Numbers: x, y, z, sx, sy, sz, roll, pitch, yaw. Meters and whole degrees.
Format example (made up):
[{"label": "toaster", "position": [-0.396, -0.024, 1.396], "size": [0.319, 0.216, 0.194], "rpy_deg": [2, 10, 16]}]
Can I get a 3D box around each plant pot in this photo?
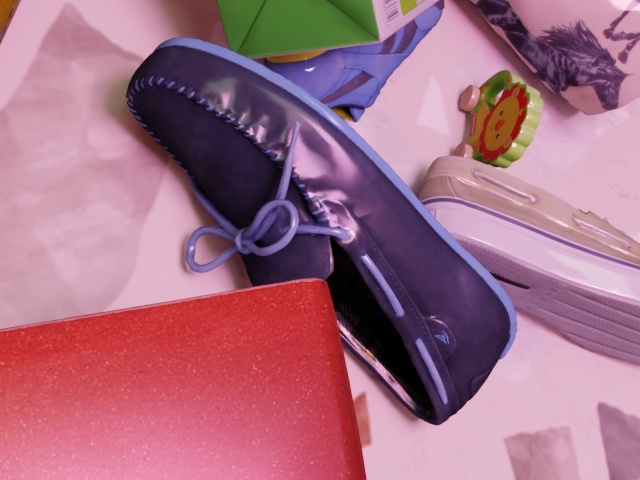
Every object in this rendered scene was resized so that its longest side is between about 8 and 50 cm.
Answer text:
[{"label": "plant pot", "position": [-0.118, 0.197, 0.434], "size": [0.267, 0.267, 0.235], "rpy_deg": [-8, 63, -29]}]

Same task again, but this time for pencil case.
[{"label": "pencil case", "position": [0.187, -0.294, 0.858], "size": [0.183, 0.160, 0.410], "rpy_deg": [-44, 95, -17]}]

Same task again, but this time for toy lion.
[{"label": "toy lion", "position": [0.151, -0.102, 0.805], "size": [0.034, 0.096, 0.100], "rpy_deg": [22, 60, -19]}]

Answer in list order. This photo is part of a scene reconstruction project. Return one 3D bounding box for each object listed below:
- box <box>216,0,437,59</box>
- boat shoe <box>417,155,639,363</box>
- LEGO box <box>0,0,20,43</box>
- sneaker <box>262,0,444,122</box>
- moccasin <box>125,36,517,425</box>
[{"label": "box", "position": [0.012, -0.290, 0.682], "size": [0.231, 0.127, 0.262], "rpy_deg": [-47, 129, -52]}, {"label": "boat shoe", "position": [0.214, 0.017, 0.793], "size": [0.302, 0.109, 0.094], "rpy_deg": [24, 61, -15]}, {"label": "LEGO box", "position": [-0.332, -0.288, 0.568], "size": [0.373, 0.193, 0.500], "rpy_deg": [23, 63, -19]}, {"label": "sneaker", "position": [0.032, -0.149, 0.791], "size": [0.209, 0.069, 0.082], "rpy_deg": [-34, 123, -41]}, {"label": "moccasin", "position": [0.000, 0.000, 0.672], "size": [0.342, 0.138, 0.117], "rpy_deg": [38, 64, -9]}]
